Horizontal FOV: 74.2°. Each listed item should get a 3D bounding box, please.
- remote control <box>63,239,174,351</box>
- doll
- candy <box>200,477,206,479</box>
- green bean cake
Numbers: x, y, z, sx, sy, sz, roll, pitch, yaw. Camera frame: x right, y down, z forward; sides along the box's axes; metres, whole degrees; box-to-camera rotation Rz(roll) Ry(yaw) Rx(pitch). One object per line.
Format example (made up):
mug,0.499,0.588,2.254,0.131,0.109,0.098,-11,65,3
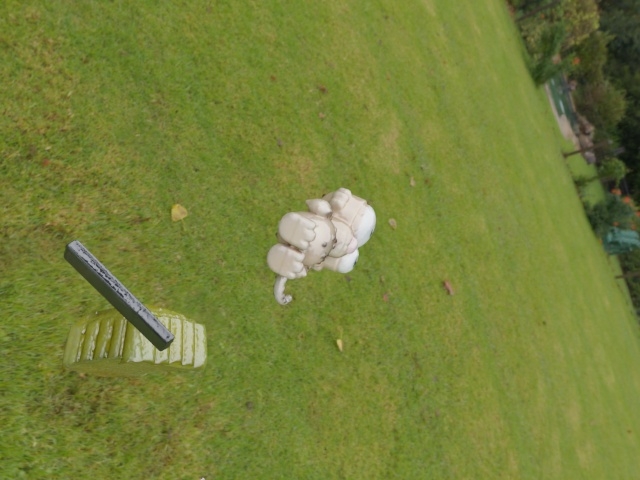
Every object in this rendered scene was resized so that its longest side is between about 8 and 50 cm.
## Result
remote control,-0.348,0.097,0.733,0.245,0.063,0.025,43,44,2
doll,0.000,-0.002,0.671,0.278,0.119,0.154,-32,145,-64
candy,-0.338,0.761,1.297,0.083,0.030,0.020,43,50,8
green bean cake,-0.395,0.229,0.932,0.233,0.236,0.124,42,40,-57
